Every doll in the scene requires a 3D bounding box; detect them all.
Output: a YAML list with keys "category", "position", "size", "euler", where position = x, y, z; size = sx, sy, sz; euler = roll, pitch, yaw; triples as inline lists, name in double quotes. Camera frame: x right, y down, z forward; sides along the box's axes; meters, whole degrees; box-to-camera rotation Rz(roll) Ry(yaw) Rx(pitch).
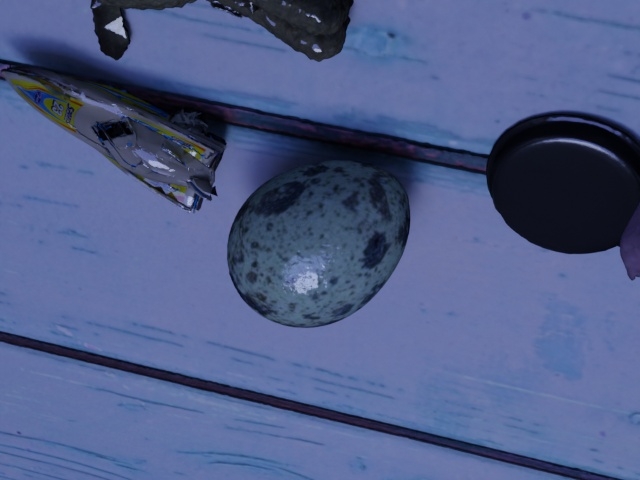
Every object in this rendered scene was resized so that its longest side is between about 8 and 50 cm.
- category: "doll"
  position: [-0.131, -0.201, 0.841]
  size: [0.285, 0.091, 0.202]
  euler: [11, 172, 27]

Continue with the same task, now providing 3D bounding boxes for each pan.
- category: "pan"
  position: [0.233, -0.010, 0.933]
  size: [0.235, 0.028, 0.136]
  euler: [39, 136, -19]

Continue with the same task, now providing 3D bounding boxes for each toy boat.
- category: "toy boat"
  position: [-0.174, -0.098, 0.982]
  size: [0.210, 0.066, 0.084]
  euler: [26, 137, -4]

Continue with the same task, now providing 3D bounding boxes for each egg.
- category: "egg"
  position: [0.000, 0.000, 0.964]
  size: [0.172, 0.132, 0.132]
  euler: [-34, 116, 30]

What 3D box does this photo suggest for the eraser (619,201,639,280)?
- category: "eraser"
  position: [0.415, 0.039, 0.753]
  size: [0.272, 0.122, 0.359]
  euler: [40, 159, -21]
